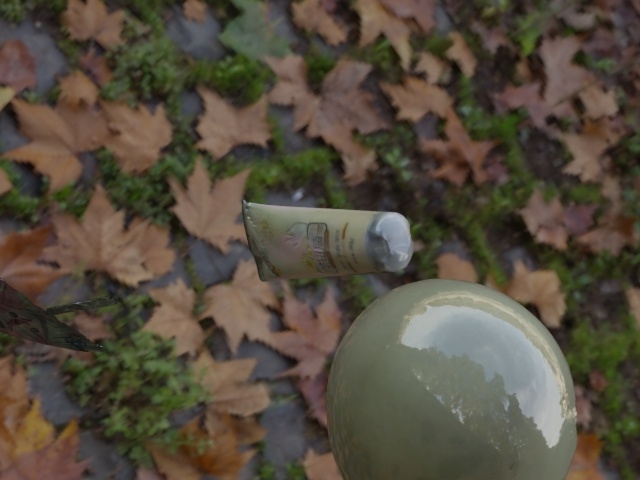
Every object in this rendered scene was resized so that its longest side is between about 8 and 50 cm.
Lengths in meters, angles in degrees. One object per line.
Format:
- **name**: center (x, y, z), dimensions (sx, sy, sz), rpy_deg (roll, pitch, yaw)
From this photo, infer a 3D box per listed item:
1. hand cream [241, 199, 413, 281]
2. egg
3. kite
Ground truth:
- **hand cream**: center (0.000, 0.000, 0.921), dimensions (0.039, 0.143, 0.061), rpy_deg (-31, 110, -42)
- **egg**: center (0.114, 0.151, 1.184), dimensions (0.219, 0.269, 0.219), rpy_deg (-2, 47, 2)
- **kite**: center (-0.223, 0.058, 1.110), dimensions (0.137, 0.152, 0.005), rpy_deg (37, 50, -30)
